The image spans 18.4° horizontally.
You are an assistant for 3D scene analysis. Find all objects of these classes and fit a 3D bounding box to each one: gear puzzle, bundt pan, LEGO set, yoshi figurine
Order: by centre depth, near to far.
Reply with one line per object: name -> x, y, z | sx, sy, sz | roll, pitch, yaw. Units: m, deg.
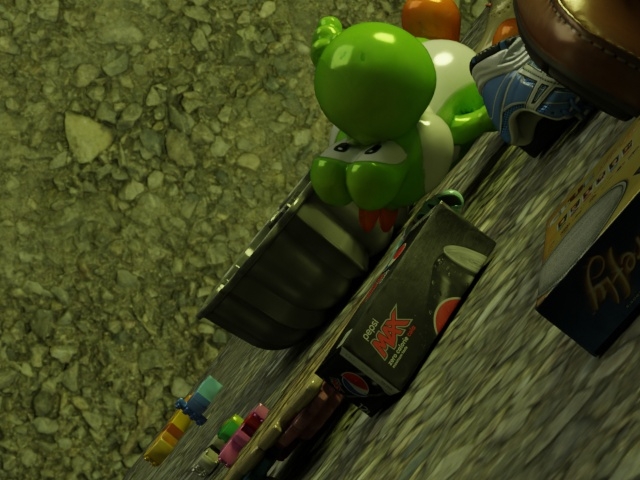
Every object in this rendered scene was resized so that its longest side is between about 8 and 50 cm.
gear puzzle -> 0.007, 0.123, 1.721 | 0.175, 0.044, 0.339 | -51, 0, 27
yoshi figurine -> 0.096, -0.156, 1.888 | 0.203, 0.203, 0.362 | -33, 7, 34
LEGO set -> -0.136, 0.217, 2.155 | 0.093, 0.087, 0.227 | -52, 2, -20
bundt pan -> 0.000, 0.000, 2.358 | 0.331, 0.124, 0.331 | -50, 4, 5

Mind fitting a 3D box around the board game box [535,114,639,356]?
board game box -> 0.207, -0.064, 1.015 | 0.243, 0.042, 0.165 | -50, 4, 18

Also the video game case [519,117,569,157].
video game case -> 0.278, -0.216, 1.745 | 0.248, 0.035, 0.275 | -49, 4, 29

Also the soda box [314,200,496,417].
soda box -> 0.066, 0.050, 1.492 | 0.169, 0.060, 0.053 | -54, 4, -36

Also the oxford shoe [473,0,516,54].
oxford shoe -> 0.233, -0.287, 2.271 | 0.348, 0.130, 0.123 | -51, 3, 6

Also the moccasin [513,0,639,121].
moccasin -> 0.240, -0.211, 1.405 | 0.147, 0.139, 0.380 | -54, -2, 38

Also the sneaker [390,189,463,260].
sneaker -> 0.103, -0.016, 1.889 | 0.098, 0.038, 0.069 | -49, 4, 18

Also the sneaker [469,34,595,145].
sneaker -> 0.213, -0.142, 1.594 | 0.080, 0.081, 0.211 | -4, -14, -40
